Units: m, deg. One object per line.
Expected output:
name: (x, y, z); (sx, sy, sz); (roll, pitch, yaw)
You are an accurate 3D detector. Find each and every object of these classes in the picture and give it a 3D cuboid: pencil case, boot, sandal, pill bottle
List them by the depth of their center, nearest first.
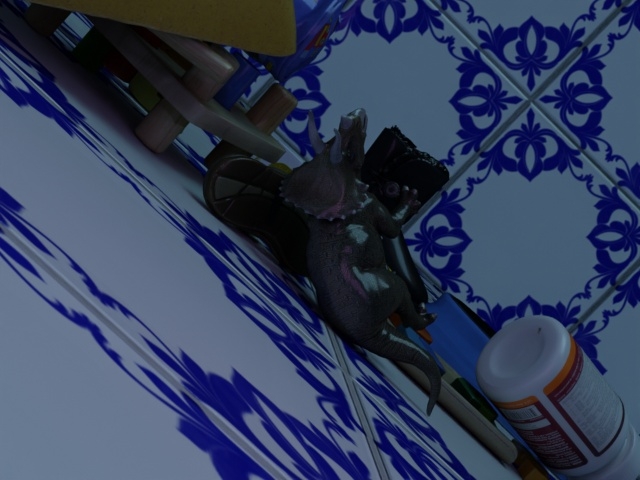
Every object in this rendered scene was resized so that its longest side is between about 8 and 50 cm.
sandal: (-0.058, -0.030, 1.572); (0.060, 0.090, 0.219); (19, -5, 38)
pencil case: (-0.105, -0.309, 1.635); (0.306, 0.119, 0.133); (44, 42, 3)
pill bottle: (0.286, 0.198, 1.796); (0.221, 0.121, 0.121); (49, 1, -30)
boot: (0.131, -0.033, 2.388); (0.246, 0.207, 0.094); (45, 4, 4)

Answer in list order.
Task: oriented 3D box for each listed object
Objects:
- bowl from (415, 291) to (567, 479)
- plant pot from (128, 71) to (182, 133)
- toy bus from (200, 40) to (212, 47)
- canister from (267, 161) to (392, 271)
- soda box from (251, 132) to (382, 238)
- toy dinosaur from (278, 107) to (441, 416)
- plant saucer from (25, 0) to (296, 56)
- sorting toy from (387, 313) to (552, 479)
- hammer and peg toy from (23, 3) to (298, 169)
bowl: (0.295, 0.227, 2.295); (0.391, 0.077, 0.391); (44, 4, -4)
plant pot: (-0.181, -0.185, 1.823); (0.083, 0.081, 0.081); (28, 7, -8)
toy bus: (-0.306, -0.401, 2.373); (0.333, 0.130, 0.108); (44, 5, 4)
canister: (0.000, 0.000, 1.746); (0.170, 0.073, 0.126); (42, 4, -42)
soda box: (-0.018, -0.054, 2.092); (0.216, 0.074, 0.069); (42, 4, -25)
toy dinosaur: (0.035, 0.028, 1.538); (0.160, 0.121, 0.313); (-7, 88, -52)
plant saucer: (-0.178, -0.344, 1.443); (0.333, 0.081, 0.332); (8, 49, -37)
sorting toy: (0.171, 0.180, 1.801); (0.307, 0.041, 0.229); (43, 4, -13)
hammer and peg toy: (-0.177, -0.190, 1.575); (0.266, 0.127, 0.361); (45, 8, 17)
